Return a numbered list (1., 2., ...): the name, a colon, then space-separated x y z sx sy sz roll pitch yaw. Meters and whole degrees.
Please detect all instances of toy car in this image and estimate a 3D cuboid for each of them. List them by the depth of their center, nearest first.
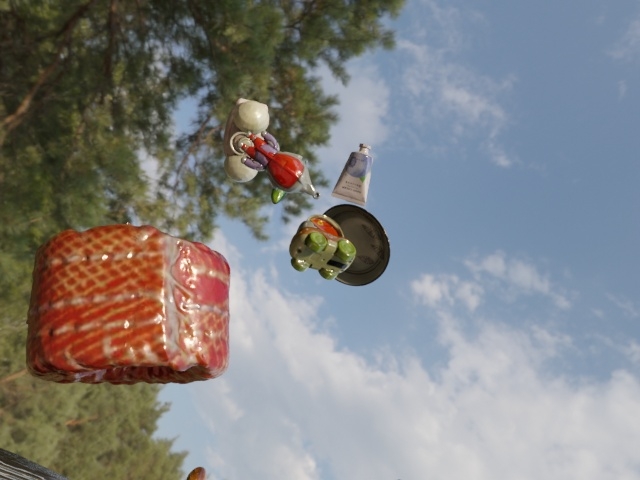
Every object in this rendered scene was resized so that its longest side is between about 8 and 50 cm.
1. toy car: 0.000 0.000 1.759 0.235 0.235 0.145 51 -52 16

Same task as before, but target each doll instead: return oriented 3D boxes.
1. doll: -0.092 -0.170 1.204 0.227 0.102 0.075 35 -1 -5

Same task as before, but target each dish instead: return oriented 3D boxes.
1. dish: 0.131 0.008 1.901 0.316 0.106 0.316 9 -72 29

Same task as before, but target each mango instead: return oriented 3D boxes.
1. mango: -0.411 0.800 1.692 0.127 0.063 0.077 -95 166 -74

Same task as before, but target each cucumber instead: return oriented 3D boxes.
1. cucumber: -0.105 -0.204 1.698 0.056 0.250 0.056 15 -47 17

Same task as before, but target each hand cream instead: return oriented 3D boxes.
1. hand cream: 0.086 -0.160 1.212 0.084 0.142 0.053 18 -4 6

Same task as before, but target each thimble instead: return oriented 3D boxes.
1. thimble: -0.334 0.131 0.900 0.350 0.350 0.230 -31 -124 54

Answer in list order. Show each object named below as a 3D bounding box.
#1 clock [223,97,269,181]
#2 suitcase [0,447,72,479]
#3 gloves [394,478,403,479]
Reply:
1. clock: -0.322 -0.444 2.210 0.326 0.184 0.342 -113 -149 -64
2. suitcase: -0.586 0.446 0.903 0.335 0.152 0.229 40 -33 -27
3. gloves: 0.210 0.687 1.330 0.119 0.097 0.229 64 -22 21
